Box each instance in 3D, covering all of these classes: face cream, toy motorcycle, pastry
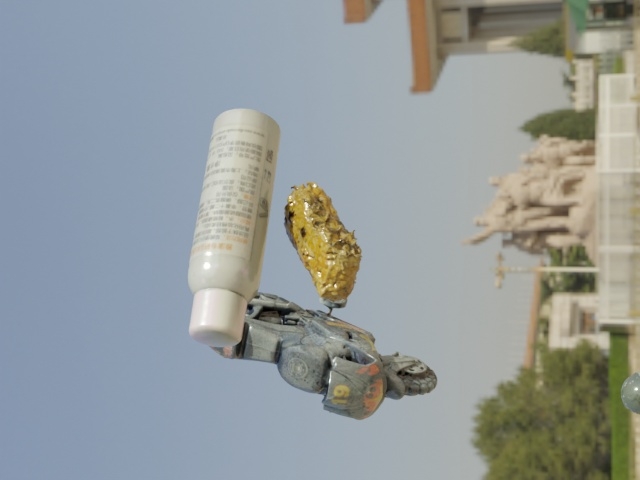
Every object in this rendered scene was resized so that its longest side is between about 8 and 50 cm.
[{"bbox_3d":[-0.097,-0.014,1.100,0.082,0.082,0.269,61,-148,-60],"label":"face cream"},{"bbox_3d":[-0.002,0.148,1.321,0.173,0.307,0.108,-30,-43,-61],"label":"toy motorcycle"},{"bbox_3d":[0.000,0.000,1.092,0.140,0.056,0.080,-121,39,-51],"label":"pastry"}]

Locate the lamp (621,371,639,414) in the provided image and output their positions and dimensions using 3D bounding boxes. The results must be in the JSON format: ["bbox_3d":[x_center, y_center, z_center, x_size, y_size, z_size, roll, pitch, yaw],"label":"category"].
[{"bbox_3d":[0.319,0.103,0.801,0.091,0.163,0.091,163,90,-86],"label":"lamp"}]
